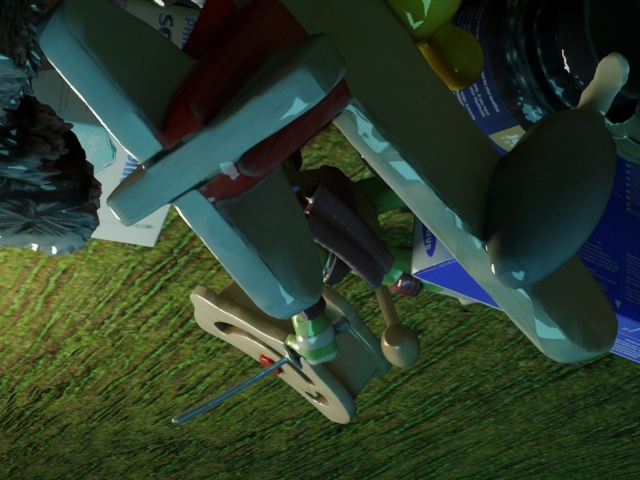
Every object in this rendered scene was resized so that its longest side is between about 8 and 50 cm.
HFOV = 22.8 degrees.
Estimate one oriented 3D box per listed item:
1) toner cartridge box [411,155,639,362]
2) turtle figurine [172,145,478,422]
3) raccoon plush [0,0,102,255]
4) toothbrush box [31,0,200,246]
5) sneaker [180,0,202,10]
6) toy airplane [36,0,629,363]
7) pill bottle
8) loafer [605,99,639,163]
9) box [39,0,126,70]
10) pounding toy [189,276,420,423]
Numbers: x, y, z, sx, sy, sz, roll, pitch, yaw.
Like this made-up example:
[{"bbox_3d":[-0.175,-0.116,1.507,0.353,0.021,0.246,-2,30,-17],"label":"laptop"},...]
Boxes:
[{"bbox_3d":[0.234,-0.003,1.386,0.348,0.165,0.075,22,151,-34],"label":"toner cartridge box"},{"bbox_3d":[0.000,0.000,1.397,0.266,0.197,0.274,-1,139,-22],"label":"turtle figurine"},{"bbox_3d":[-0.243,-0.197,0.867,0.216,0.299,0.446,0,161,1],"label":"raccoon plush"},{"bbox_3d":[-0.253,-0.108,1.271,0.296,0.126,0.216,9,156,-11],"label":"toothbrush box"},{"bbox_3d":[-0.030,-0.179,1.159,0.170,0.051,0.089,6,162,5],"label":"sneaker"},{"bbox_3d":[0.015,-0.135,0.873,0.272,0.384,0.386,-35,147,17],"label":"toy airplane"},{"bbox_3d":[0.133,-0.119,1.181,0.219,0.122,0.123,-17,149,42],"label":"pill bottle"},{"bbox_3d":[0.248,-0.102,1.287,0.148,0.056,0.050,15,161,-23],"label":"loafer"},{"bbox_3d":[-0.237,-0.186,1.037,0.233,0.159,0.044,-4,163,18],"label":"box"},{"bbox_3d":[0.007,0.080,1.649,0.269,0.155,0.154,27,158,32],"label":"pounding toy"}]
